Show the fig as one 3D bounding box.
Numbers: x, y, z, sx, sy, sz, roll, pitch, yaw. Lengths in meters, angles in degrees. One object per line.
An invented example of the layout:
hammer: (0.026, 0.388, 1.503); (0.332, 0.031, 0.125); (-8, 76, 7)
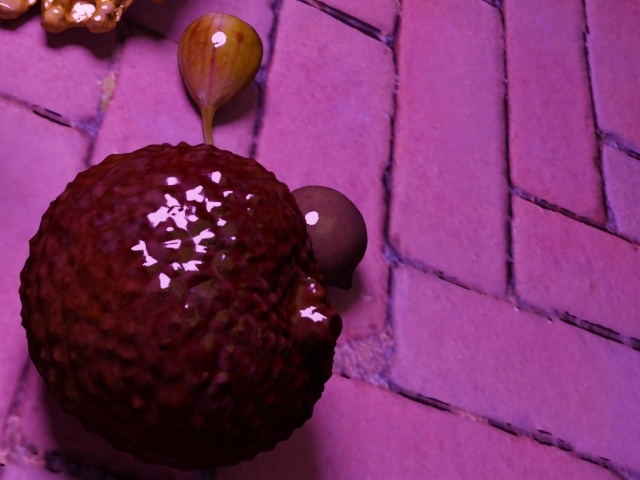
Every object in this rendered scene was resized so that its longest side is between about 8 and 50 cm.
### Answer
fig: (-0.106, -0.166, 1.108); (0.093, 0.093, 0.166); (18, 52, -23)

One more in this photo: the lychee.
lychee: (-0.108, 0.055, 0.850); (0.261, 0.260, 0.260); (18, 51, -23)

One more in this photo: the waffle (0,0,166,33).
waffle: (-0.238, -0.361, 1.102); (0.307, 0.060, 0.311); (-11, 80, -13)

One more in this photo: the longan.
longan: (0.000, 0.000, 1.060); (0.113, 0.092, 0.113); (39, 39, -40)
